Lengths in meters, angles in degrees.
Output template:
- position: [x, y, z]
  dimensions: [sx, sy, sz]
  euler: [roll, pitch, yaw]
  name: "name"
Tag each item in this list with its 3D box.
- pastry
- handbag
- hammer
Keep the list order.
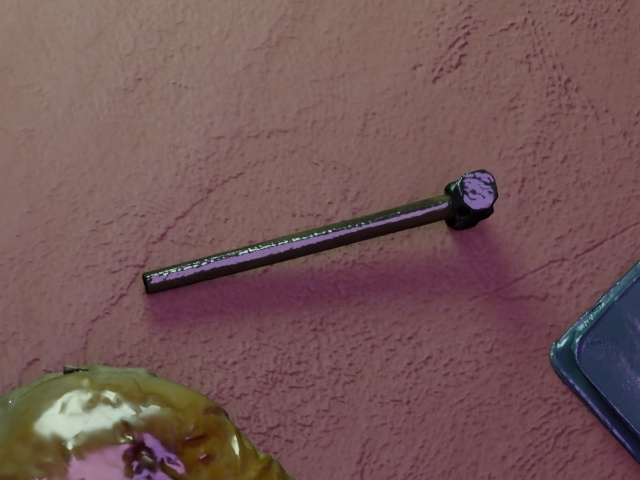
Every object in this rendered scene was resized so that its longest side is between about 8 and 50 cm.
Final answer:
- position: [-0.192, 0.319, 1.754]
  dimensions: [0.410, 0.245, 0.409]
  euler: [3, 77, -15]
  name: "pastry"
- position: [0.375, 0.144, 2.014]
  dimensions: [0.179, 0.062, 0.229]
  euler: [-42, 92, -16]
  name: "handbag"
- position: [0.000, 0.000, 1.941]
  dimensions: [0.365, 0.111, 0.043]
  euler: [-15, 83, -9]
  name: "hammer"
